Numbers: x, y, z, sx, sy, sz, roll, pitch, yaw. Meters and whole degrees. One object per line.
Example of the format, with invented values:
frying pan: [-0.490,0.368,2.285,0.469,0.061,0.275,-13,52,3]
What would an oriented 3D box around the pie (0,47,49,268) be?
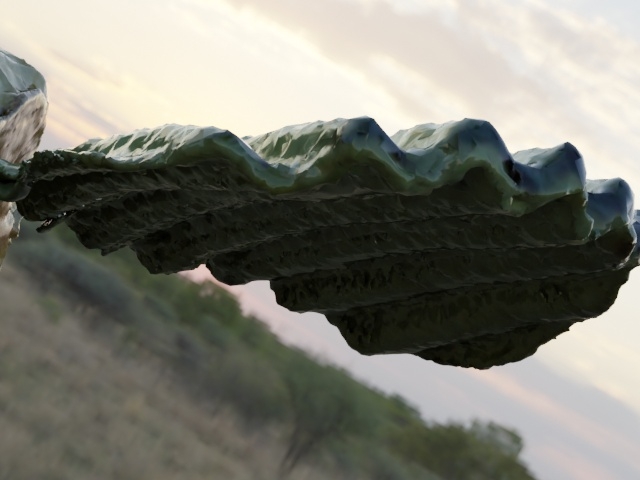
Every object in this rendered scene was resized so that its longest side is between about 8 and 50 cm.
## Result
pie: [-0.260,0.022,0.898,0.083,0.340,0.339,23,-5,3]

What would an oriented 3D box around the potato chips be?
potato chips: [0.000,0.000,0.829,0.358,0.070,0.429,15,-13,-25]
